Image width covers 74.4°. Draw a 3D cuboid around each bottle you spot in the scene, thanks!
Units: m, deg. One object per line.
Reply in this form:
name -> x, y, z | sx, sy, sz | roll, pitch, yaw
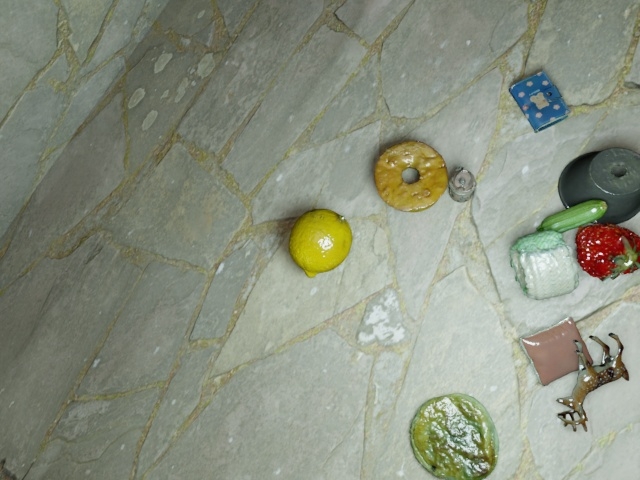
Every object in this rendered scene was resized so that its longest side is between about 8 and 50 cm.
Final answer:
bottle -> 0.502, -0.200, 1.490 | 0.099, 0.152, 0.098 | -5, 74, 16

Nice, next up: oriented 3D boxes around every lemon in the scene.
lemon -> -0.005, 0.007, 1.548 | 0.228, 0.228, 0.253 | 35, 89, 21

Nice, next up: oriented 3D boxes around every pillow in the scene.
pillow -> 0.735, 0.346, 1.319 | 0.179, 0.075, 0.171 | -25, 88, 2

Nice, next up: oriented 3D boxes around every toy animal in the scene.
toy animal -> 0.809, 0.421, 1.249 | 0.244, 0.087, 0.260 | -17, 98, 1

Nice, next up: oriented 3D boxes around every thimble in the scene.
thimble -> 0.697, 0.077, 1.328 | 0.150, 0.219, 0.219 | -16, 73, 13

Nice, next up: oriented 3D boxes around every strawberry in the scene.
strawberry -> 0.888, 0.028, 1.321 | 0.187, 0.184, 0.201 | -36, 40, 10

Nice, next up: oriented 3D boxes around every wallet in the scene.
wallet -> 0.797, -0.506, 1.531 | 0.141, 0.059, 0.202 | -23, 71, 7

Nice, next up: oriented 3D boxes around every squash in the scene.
squash -> 0.814, -0.071, 1.371 | 0.219, 0.077, 0.068 | -31, 91, 44

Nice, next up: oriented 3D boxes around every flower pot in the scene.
flower pot -> 0.935, -0.194, 1.359 | 0.269, 0.166, 0.269 | -3, 77, 14

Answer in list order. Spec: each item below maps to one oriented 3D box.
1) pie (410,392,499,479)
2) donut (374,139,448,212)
pie -> 0.423, 0.625, 1.346 | 0.277, 0.078, 0.277 | -4, 73, 15
donut -> 0.337, -0.226, 1.567 | 0.278, 0.108, 0.277 | -4, 75, 15
